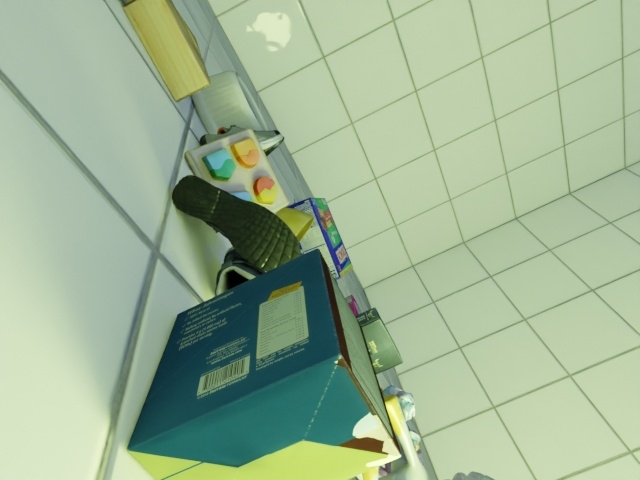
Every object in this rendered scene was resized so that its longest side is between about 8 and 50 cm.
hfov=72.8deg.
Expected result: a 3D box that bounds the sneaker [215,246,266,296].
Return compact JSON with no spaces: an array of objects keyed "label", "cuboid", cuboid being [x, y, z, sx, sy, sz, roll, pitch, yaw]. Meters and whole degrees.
[{"label":"sneaker","cuboid":[-0.092,0.119,0.712,0.226,0.086,0.163,55,-1,-12]}]

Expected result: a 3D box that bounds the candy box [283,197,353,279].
[{"label":"candy box","cuboid":[0.000,0.000,1.673,0.268,0.122,0.317,-22,92,-77]}]

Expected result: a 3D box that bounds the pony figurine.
[{"label":"pony figurine","cuboid":[0.174,0.495,0.881,0.351,0.303,0.363,-14,80,-51]}]

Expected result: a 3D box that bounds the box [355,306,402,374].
[{"label":"box","cuboid":[0.139,0.339,1.384,0.059,0.183,0.232,-107,170,-57]}]

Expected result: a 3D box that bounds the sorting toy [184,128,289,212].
[{"label":"sorting toy","cuboid":[-0.165,-0.132,0.932,0.208,0.038,0.193,-37,105,-46]}]

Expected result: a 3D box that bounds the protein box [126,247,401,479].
[{"label":"protein box","cuboid":[-0.053,0.142,0.461,0.136,0.200,0.201,62,6,-23]}]

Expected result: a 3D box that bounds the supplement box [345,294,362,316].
[{"label":"supplement box","cuboid":[0.096,0.295,1.538,0.111,0.114,0.220,62,7,-11]}]

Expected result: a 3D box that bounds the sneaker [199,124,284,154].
[{"label":"sneaker","cuboid":[-0.183,-0.241,1.065,0.108,0.100,0.271,54,35,-2]}]

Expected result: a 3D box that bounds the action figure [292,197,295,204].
[{"label":"action figure","cuboid":[-0.089,-0.099,1.854,0.232,0.063,0.137,-83,150,-73]}]

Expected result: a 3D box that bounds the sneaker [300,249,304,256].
[{"label":"sneaker","cuboid":[-0.067,0.074,1.310,0.166,0.065,0.076,38,31,-73]}]

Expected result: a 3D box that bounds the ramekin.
[{"label":"ramekin","cuboid":[-0.241,-0.348,1.227,0.272,0.127,0.273,63,6,-13]}]

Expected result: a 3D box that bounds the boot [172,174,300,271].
[{"label":"boot","cuboid":[-0.120,-0.027,0.745,0.246,0.083,0.161,33,2,13]}]

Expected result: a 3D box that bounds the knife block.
[{"label":"knife block","cuboid":[-0.359,-0.477,0.942,0.275,0.088,0.242,68,8,29]}]

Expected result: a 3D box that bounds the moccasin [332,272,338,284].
[{"label":"moccasin","cuboid":[0.005,0.158,1.295,0.137,0.117,0.342,66,6,13]}]

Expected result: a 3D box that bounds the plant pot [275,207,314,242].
[{"label":"plant pot","cuboid":[-0.096,-0.045,1.323,0.095,0.134,0.134,37,3,6]}]
